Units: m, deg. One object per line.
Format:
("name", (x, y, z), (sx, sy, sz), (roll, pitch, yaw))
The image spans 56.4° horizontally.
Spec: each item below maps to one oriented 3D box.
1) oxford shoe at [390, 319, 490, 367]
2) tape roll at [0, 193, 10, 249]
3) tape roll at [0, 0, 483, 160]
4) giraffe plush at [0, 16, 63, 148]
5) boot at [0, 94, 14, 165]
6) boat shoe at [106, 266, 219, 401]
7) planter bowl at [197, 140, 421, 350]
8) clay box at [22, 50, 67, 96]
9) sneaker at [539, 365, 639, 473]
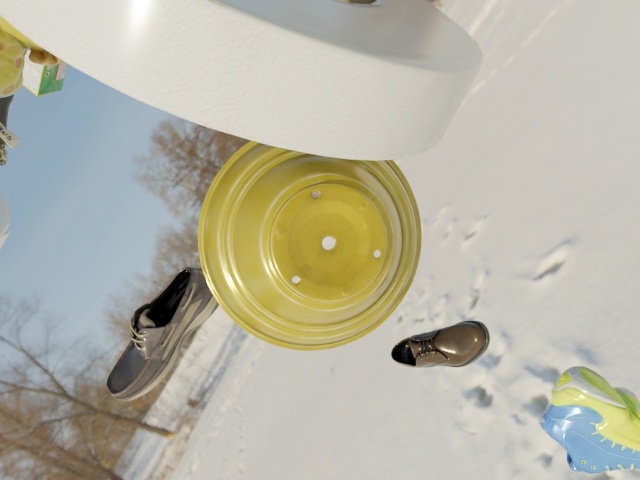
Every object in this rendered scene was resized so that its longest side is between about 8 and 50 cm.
("oxford shoe", (0.227, 0.211, 1.159), (0.227, 0.096, 0.083), (-32, 61, 46))
("tape roll", (-0.749, -0.045, 1.126), (0.100, 0.286, 0.286), (-52, 5, 22))
("tape roll", (-0.058, -0.198, 0.474), (0.392, 0.392, 0.072), (-64, 0, -58))
("giraffe plush", (-0.298, -0.204, 0.537), (0.170, 0.210, 0.181), (-32, 46, 12))
("boot", (-0.597, -0.215, 0.919), (0.085, 0.236, 0.179), (-129, 48, -63))
("boat shoe", (-0.380, 0.201, 1.371), (0.355, 0.132, 0.130), (-54, -40, -9))
("planter bowl", (0.000, 0.000, 0.527), (0.217, 0.217, 0.090), (-60, 9, -2))
("clay box", (-0.458, -0.326, 0.856), (0.127, 0.222, 0.053), (-55, -7, 37))
("sneaker", (0.404, 0.269, 0.800), (0.126, 0.240, 0.091), (-60, -4, 22))
